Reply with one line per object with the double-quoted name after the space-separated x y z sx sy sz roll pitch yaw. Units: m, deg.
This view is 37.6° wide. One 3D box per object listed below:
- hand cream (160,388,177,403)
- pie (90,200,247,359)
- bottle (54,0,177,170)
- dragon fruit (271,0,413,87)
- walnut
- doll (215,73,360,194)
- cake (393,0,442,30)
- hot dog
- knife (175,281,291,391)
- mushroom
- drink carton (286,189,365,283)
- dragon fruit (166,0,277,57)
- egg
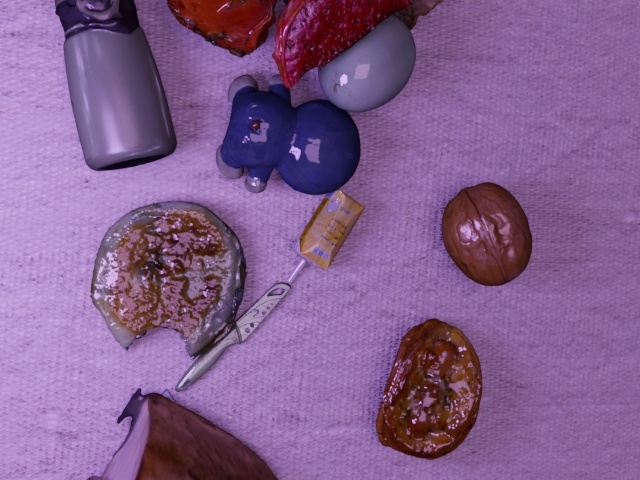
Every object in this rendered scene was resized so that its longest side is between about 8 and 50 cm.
-0.271 0.324 1.772 0.030 0.019 0.093 -39 99 -11 "hand cream"
-0.276 0.069 1.734 0.302 0.067 0.302 0 92 -13 "pie"
-0.367 -0.302 1.646 0.168 0.168 0.347 -14 93 -13 "bottle"
-0.007 -0.412 1.650 0.262 0.211 0.134 -37 124 -2 "dragon fruit"
0.323 -0.012 1.830 0.167 0.167 0.207 -27 100 -11 "walnut"
-0.052 -0.188 1.747 0.258 0.154 0.228 14 85 -21 "doll"
0.137 -0.603 1.693 0.307 0.293 0.314 26 80 -16 "cake"
0.214 0.293 1.838 0.196 0.122 0.272 20 89 -13 "hot dog"
-0.165 0.184 1.791 0.293 0.020 0.043 -46 100 -9 "knife"
-0.201 0.487 1.661 0.397 0.313 0.224 34 97 -19 "mushroom"
0.000 0.000 1.794 0.084 0.074 0.200 33 84 -21 "drink carton"
-0.185 -0.486 1.648 0.250 0.250 0.315 -45 99 -8 "dragon fruit"
0.085 -0.330 1.740 0.168 0.168 0.231 46 51 -12 "egg"
